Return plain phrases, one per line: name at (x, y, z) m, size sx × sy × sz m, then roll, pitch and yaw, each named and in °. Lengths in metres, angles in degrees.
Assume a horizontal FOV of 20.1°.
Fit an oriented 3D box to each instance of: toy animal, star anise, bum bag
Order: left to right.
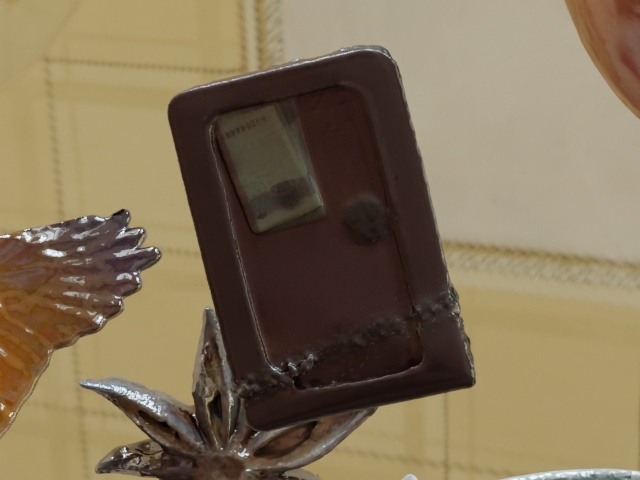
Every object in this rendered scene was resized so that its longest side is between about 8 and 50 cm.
toy animal at (-0.194, 0.151, 0.928) m, size 0.302 × 0.225 × 0.284 m, roll -27°, pitch -94°, yaw 19°
star anise at (-0.053, 0.129, 1.102) m, size 0.195 × 0.065 × 0.182 m, roll -20°, pitch -79°, yaw 14°
bum bag at (0.000, 0.000, 0.786) m, size 0.109 × 0.026 × 0.159 m, roll -12°, pitch -82°, yaw 12°

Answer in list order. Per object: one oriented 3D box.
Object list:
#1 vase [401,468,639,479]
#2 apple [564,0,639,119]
vase at (0.103, 0.284, 1.297) m, size 0.446 × 0.250 × 0.250 m, roll 4°, pitch -62°, yaw -16°
apple at (0.288, -0.213, 0.885) m, size 0.364 × 0.364 × 0.363 m, roll 8°, pitch -65°, yaw 18°
